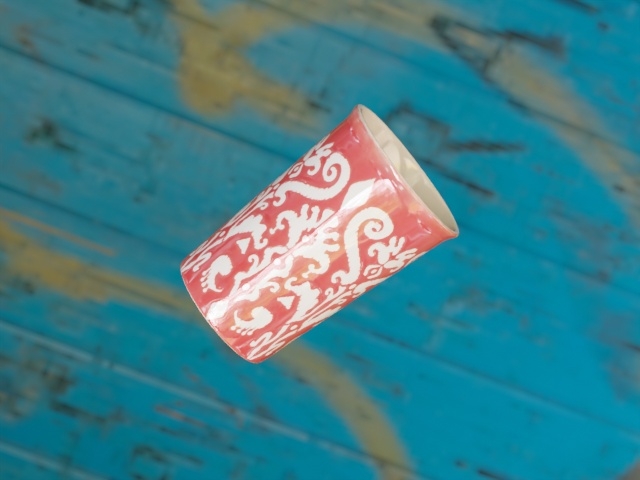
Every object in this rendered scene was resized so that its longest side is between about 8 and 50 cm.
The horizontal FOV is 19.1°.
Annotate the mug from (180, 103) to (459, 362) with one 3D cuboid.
[{"bbox_3d":[0.004,0.007,1.338,0.169,0.113,0.150,-37,-30,10],"label":"mug"}]
